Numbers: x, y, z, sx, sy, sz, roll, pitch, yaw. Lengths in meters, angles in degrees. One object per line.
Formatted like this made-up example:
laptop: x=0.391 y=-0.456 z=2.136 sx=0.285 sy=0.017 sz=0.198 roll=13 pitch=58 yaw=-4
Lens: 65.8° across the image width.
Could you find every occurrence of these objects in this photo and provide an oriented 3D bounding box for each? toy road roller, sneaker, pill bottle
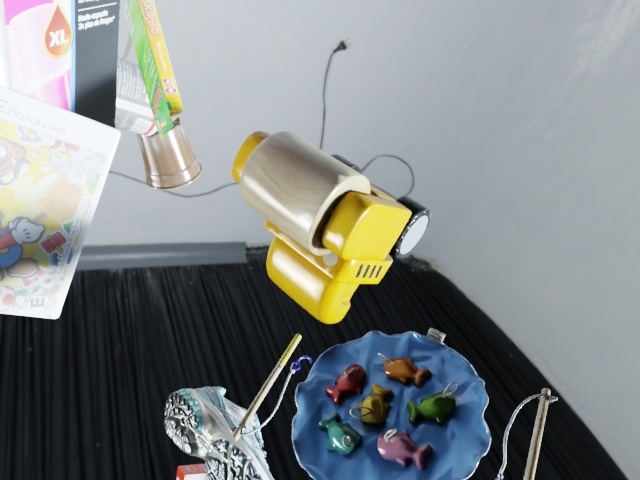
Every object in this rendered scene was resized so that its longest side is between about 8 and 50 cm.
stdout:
toy road roller: x=0.000 y=0.000 z=0.741 sx=0.241 sy=0.202 sz=0.329 roll=-60 pitch=153 yaw=11
sneaker: x=-0.131 y=0.334 z=0.812 sx=0.122 sy=0.283 sz=0.110 roll=-5 pitch=125 yaw=-50
pill bottle: x=-0.516 y=-0.357 z=1.150 sx=0.283 sy=0.161 sz=0.161 roll=10 pitch=126 yaw=-42

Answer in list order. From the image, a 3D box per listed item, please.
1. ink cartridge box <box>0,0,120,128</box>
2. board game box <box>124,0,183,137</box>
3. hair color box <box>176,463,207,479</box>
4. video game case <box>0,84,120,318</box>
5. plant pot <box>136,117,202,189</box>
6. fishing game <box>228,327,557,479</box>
ink cartridge box: x=-0.314 y=-0.250 z=0.575 sx=0.069 sy=0.176 sz=0.371 roll=24 pitch=127 yaw=8
board game box: x=-0.316 y=-0.335 z=0.939 sx=0.039 sy=0.124 sz=0.260 roll=-14 pitch=96 yaw=-28
hair color box: x=-0.210 y=0.511 z=1.016 sx=0.167 sy=0.053 sz=0.093 roll=9 pitch=84 yaw=-32
video game case: x=-0.336 y=-0.041 z=0.493 sx=0.206 sy=0.026 sz=0.227 roll=18 pitch=94 yaw=-43
plant pot: x=-0.439 y=-0.258 z=1.407 sx=0.166 sy=0.167 sz=0.165 roll=-17 pitch=130 yaw=-12
fishing game: x=0.061 y=0.144 z=0.447 sx=0.189 sy=0.264 sz=0.041 roll=-50 pitch=138 yaw=-42
